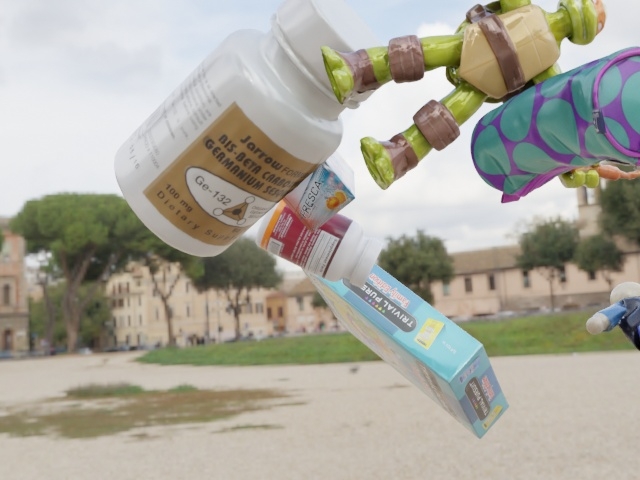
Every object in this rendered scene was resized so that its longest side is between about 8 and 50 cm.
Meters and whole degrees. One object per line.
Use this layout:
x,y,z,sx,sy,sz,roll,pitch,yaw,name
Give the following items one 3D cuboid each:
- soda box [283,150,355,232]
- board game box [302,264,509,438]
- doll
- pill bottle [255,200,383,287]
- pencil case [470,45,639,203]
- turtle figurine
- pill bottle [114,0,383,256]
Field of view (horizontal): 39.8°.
-0.002,-0.066,0.984,0.063,0.058,0.183,-39,10,9,soda box
0.132,0.150,1.422,0.336,0.079,0.254,38,-11,35,board game box
0.298,0.080,0.777,0.129,0.046,0.189,-1,19,-1,doll
0.000,0.000,1.140,0.152,0.086,0.086,26,-5,4,pill bottle
0.157,-0.069,0.561,0.064,0.070,0.151,-8,-3,-19,pencil case
0.114,-0.142,0.632,0.217,0.270,0.087,-24,17,0,turtle figurine
-0.055,-0.101,0.744,0.229,0.131,0.131,-40,-23,23,pill bottle
